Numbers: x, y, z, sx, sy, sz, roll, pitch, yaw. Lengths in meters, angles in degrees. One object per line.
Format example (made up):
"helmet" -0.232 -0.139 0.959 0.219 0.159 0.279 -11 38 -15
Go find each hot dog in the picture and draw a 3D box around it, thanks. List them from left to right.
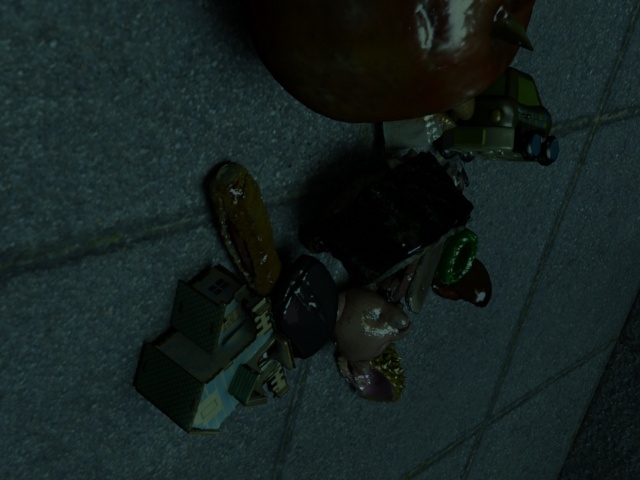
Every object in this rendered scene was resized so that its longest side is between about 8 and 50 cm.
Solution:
"hot dog" -0.108 -0.007 1.465 0.083 0.068 0.289 -51 147 -26

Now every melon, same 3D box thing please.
"melon" 0.155 -0.211 1.640 0.202 0.093 0.139 19 108 -52

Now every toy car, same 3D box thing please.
"toy car" 0.351 -0.249 1.817 0.248 0.204 0.198 4 90 -53

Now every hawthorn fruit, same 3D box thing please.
"hawthorn fruit" 0.107 -0.324 1.198 0.403 0.403 0.403 -35 141 -34

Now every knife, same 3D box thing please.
"knife" 0.222 -0.008 1.845 0.089 0.043 0.365 53 47 -35

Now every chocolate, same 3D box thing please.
"chocolate" 0.327 0.100 2.099 0.124 0.133 0.127 -20 134 -50

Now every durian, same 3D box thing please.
"durian" 0.112 0.275 1.976 0.132 0.165 0.182 -22 109 0

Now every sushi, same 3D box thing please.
"sushi" 0.000 0.000 1.637 0.099 0.047 0.050 -1 120 -51
"sushi" 0.131 -0.042 1.630 0.211 0.171 0.350 -36 174 31

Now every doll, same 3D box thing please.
"doll" 0.140 0.115 1.836 0.303 0.156 0.201 -46 134 -28

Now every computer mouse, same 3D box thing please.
"computer mouse" -0.020 0.133 1.631 0.137 0.086 0.270 -59 163 -22

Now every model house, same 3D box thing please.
"model house" -0.168 0.203 1.462 0.206 0.178 0.271 -39 147 -26

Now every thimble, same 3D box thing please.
"thimble" 0.275 0.025 2.003 0.118 0.090 0.130 13 105 -59

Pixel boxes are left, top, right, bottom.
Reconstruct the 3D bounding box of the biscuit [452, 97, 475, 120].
"biscuit" 0.203 -0.296 1.602 0.208 0.047 0.164 2 75 -57
